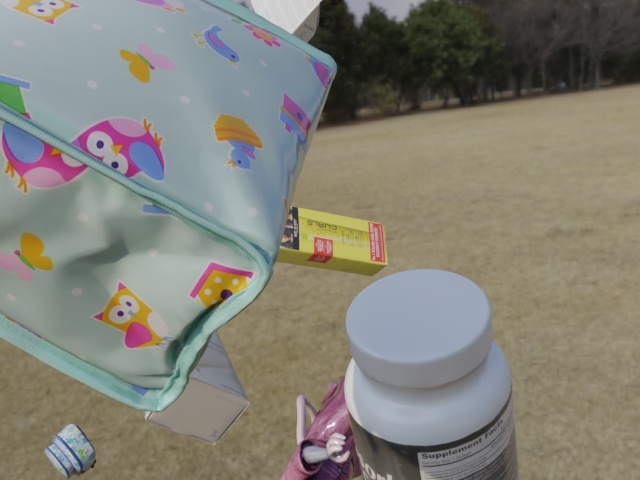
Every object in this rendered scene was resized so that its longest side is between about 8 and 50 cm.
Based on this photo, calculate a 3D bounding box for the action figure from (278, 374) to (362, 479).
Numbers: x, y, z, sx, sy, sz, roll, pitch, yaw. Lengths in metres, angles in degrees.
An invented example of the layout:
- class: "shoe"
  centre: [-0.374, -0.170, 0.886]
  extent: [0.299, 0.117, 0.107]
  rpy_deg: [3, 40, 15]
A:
- class: "action figure"
  centre: [-0.003, 0.357, 1.332]
  extent: [0.276, 0.248, 0.370]
  rpy_deg: [-6, 28, 33]

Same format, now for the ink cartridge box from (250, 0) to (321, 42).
- class: "ink cartridge box"
  centre: [-0.030, -0.410, 1.372]
  extent: [0.179, 0.145, 0.045]
  rpy_deg: [-40, -37, 26]

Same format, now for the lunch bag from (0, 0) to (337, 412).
- class: "lunch bag"
  centre: [-0.145, -0.067, 0.456]
  extent: [0.262, 0.160, 0.223]
  rpy_deg: [28, 37, -12]

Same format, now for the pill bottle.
- class: "pill bottle"
  centre: [0.110, 0.176, 0.814]
  extent: [0.162, 0.278, 0.162]
  rpy_deg: [-9, 33, 6]

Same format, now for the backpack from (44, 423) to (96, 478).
- class: "backpack"
  centre: [-0.536, 0.456, 1.772]
  extent: [0.084, 0.105, 0.114]
  rpy_deg: [-38, -7, -35]

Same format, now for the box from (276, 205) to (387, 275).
- class: "box"
  centre: [0.000, 0.000, 1.413]
  extent: [0.232, 0.087, 0.058]
  rpy_deg: [11, -28, -25]

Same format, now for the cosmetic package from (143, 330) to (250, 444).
- class: "cosmetic package"
  centre: [-0.262, 0.213, 1.513]
  extent: [0.160, 0.113, 0.309]
  rpy_deg: [32, 12, -38]
